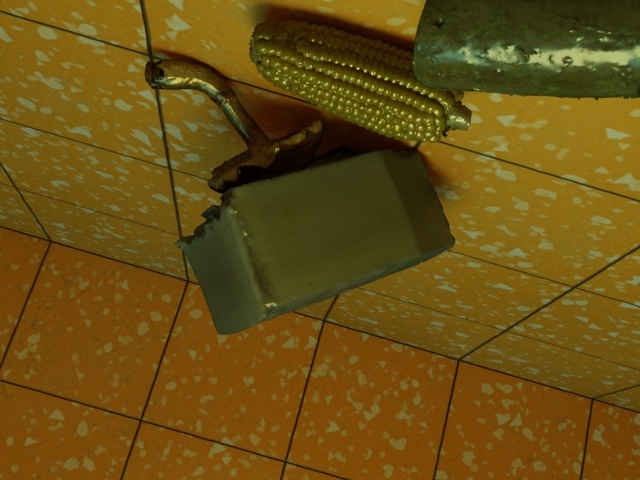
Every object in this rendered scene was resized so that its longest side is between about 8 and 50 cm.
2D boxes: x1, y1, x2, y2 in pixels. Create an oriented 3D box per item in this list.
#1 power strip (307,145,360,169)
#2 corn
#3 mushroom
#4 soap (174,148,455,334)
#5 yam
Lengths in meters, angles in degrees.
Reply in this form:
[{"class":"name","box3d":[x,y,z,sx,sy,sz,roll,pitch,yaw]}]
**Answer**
[{"class":"power strip","box3d":[0.027,-0.150,1.595,0.056,0.032,0.123,28,158,-27]},{"class":"corn","box3d":[0.061,-0.237,1.188,0.346,0.130,0.130,20,161,-2]},{"class":"mushroom","box3d":[-0.129,-0.203,1.406,0.302,0.233,0.208,57,-179,-44]},{"class":"soap","box3d":[0.000,0.000,1.471,0.434,0.213,0.350,-19,172,-28]},{"class":"yam","box3d":[0.255,-0.250,0.954,0.267,0.161,0.161,9,160,25]}]
